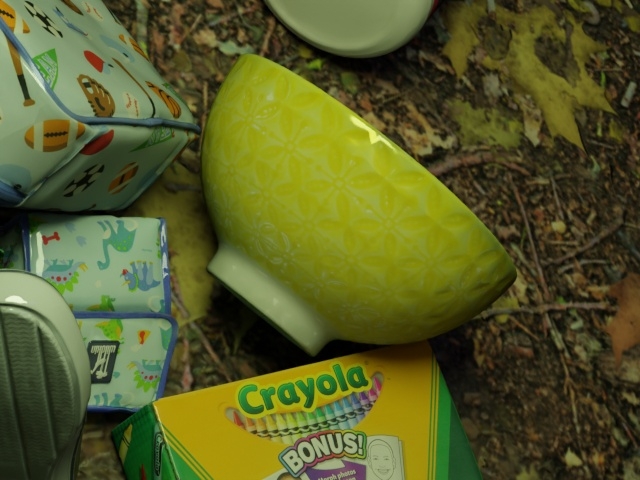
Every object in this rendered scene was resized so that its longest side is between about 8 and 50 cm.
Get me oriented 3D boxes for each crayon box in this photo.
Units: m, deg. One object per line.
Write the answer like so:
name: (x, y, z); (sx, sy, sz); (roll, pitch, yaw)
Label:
crayon box: (-0.009, 0.188, 1.231); (0.278, 0.081, 0.165); (-10, 73, -36)

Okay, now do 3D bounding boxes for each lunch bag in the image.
lunch bag: (-0.183, 0.058, 1.183); (0.129, 0.096, 0.151); (3, 79, -35)
lunch bag: (-0.225, -0.137, 1.154); (0.243, 0.115, 0.303); (49, 11, 10)

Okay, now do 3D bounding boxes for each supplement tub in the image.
supplement tub: (0.070, -0.317, 1.472); (0.191, 0.191, 0.272); (44, 51, -7)

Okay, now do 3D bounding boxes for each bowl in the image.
bowl: (0.000, 0.000, 1.253); (0.289, 0.289, 0.156); (40, 84, -10)

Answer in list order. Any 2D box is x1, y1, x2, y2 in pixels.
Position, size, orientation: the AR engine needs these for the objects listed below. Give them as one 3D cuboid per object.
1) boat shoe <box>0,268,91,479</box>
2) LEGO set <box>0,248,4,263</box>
boat shoe: (-0.206, 0.110, 1.026); (0.109, 0.302, 0.094); (7, 48, -5)
LEGO set: (-0.368, -0.066, 1.022); (0.331, 0.255, 0.192); (28, 57, -21)
